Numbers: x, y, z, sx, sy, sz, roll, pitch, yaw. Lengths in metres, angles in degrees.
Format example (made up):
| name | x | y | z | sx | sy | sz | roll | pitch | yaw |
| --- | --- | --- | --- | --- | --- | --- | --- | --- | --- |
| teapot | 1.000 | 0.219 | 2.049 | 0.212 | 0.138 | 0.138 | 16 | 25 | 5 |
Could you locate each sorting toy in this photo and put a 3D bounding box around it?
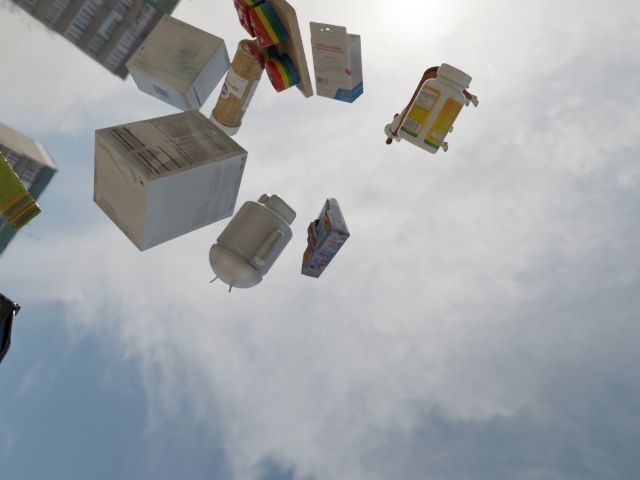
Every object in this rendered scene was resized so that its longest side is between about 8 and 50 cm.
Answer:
| name | x | y | z | sx | sy | sz | roll | pitch | yaw |
| --- | --- | --- | --- | --- | --- | --- | --- | --- | --- |
| sorting toy | -0.134 | -0.534 | 1.424 | 0.089 | 0.257 | 0.255 | -28 | -127 | -10 |

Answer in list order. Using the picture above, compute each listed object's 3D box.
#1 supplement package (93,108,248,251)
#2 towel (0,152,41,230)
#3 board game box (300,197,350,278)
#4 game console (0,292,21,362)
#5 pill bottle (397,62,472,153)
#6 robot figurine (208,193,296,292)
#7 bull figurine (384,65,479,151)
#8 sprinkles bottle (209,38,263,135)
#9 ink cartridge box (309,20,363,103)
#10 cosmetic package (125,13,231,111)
| name | x | y | z | sx | sy | sz | roll | pitch | yaw |
| --- | --- | --- | --- | --- | --- | --- | --- | --- | --- |
| supplement package | -0.341 | -0.145 | 1.206 | 0.198 | 0.262 | 0.199 | 41 | -47 | 22 |
| towel | -0.884 | -0.145 | 1.495 | 0.021 | 0.237 | 0.102 | 5 | -136 | 23 |
| board game box | 0.000 | 0.000 | 1.517 | 0.194 | 0.060 | 0.194 | -62 | -156 | 27 |
| game console | -0.983 | 0.293 | 1.479 | 0.293 | 0.250 | 0.173 | -53 | -174 | 14 |
| pill bottle | 0.295 | -0.337 | 1.356 | 0.117 | 0.117 | 0.208 | 44 | -67 | 45 |
| robot figurine | -0.229 | 0.011 | 1.751 | 0.353 | 0.200 | 0.300 | -56 | -153 | -16 |
| bull figurine | 0.310 | -0.360 | 1.529 | 0.310 | 0.188 | 0.101 | 119 | -13 | -56 |
| sprinkles bottle | -0.296 | -0.543 | 1.916 | 0.355 | 0.121 | 0.121 | -54 | -143 | 42 |
| ink cartridge box | 0.039 | -0.421 | 1.231 | 0.104 | 0.181 | 0.061 | 21 | -130 | 28 |
| cosmetic package | -0.442 | -0.554 | 1.677 | 0.224 | 0.138 | 0.225 | 26 | -108 | 10 |
